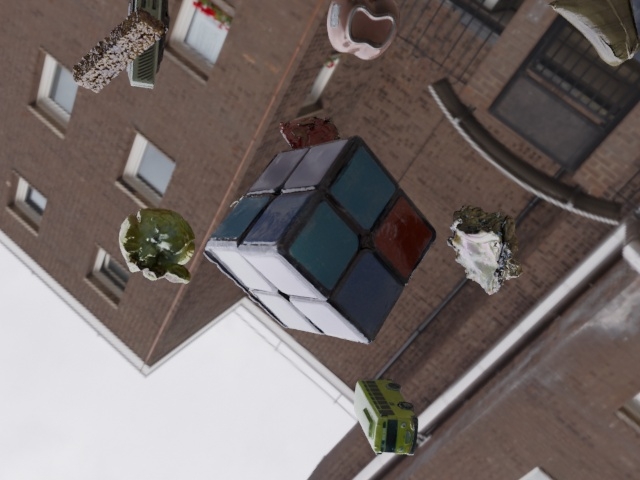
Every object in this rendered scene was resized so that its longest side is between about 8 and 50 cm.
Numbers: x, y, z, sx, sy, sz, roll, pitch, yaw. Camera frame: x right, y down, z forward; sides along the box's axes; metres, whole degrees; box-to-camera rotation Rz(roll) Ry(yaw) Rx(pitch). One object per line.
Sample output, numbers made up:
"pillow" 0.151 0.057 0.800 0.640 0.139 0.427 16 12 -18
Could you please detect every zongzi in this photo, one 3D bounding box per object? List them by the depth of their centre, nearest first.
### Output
"zongzi" 0.636 -0.493 1.388 0.197 0.099 0.194 -19 -85 -10

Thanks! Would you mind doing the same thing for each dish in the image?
"dish" 0.125 -0.589 1.624 0.213 0.213 0.090 15 -154 -24

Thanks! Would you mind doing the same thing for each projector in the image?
"projector" -0.360 -0.462 1.243 0.079 0.257 0.259 3 -159 -20

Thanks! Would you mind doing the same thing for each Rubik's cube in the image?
"Rubik's cube" 0.000 0.000 1.294 0.316 0.313 0.318 46 -115 -27

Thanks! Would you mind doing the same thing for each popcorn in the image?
"popcorn" -0.399 0.019 1.488 0.198 0.198 0.212 -5 -114 -42

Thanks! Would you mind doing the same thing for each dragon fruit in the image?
"dragon fruit" -0.001 -0.287 1.744 0.223 0.148 0.218 57 -172 35

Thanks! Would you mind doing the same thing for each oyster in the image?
"oyster" 0.350 0.010 1.292 0.092 0.259 0.198 -29 -110 -6

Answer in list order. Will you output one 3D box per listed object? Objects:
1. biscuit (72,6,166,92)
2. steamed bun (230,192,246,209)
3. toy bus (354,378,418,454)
"biscuit" -0.365 -0.339 1.072 0.064 0.199 0.034 13 -129 -58
"steamed bun" -0.127 -0.012 1.699 0.280 0.207 0.268 25 -102 -21
"toy bus" 0.129 0.355 1.209 0.101 0.088 0.175 4 -168 -11
